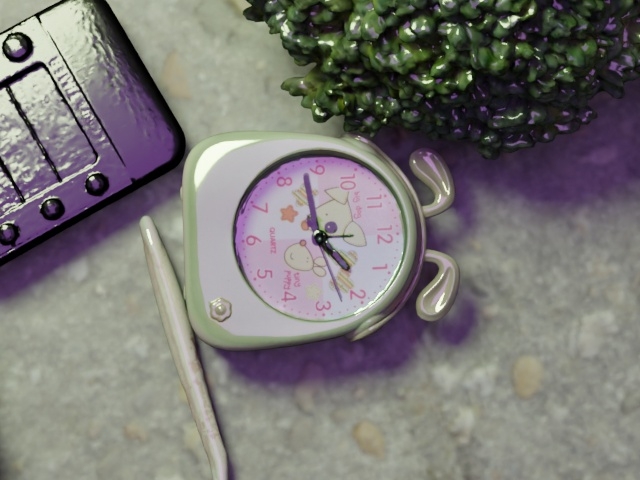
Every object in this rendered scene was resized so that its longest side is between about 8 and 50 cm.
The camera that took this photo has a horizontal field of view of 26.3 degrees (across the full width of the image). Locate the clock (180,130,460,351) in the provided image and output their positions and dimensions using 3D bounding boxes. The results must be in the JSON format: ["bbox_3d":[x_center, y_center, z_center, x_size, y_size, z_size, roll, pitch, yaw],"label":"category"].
[{"bbox_3d":[0.000,0.000,0.957,0.191,0.062,0.151,-2,83,1],"label":"clock"}]

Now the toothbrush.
[{"bbox_3d":[-0.076,0.128,0.963,0.030,0.025,0.307,-16,84,-9],"label":"toothbrush"}]

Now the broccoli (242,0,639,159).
[{"bbox_3d":[0.077,-0.189,0.922,0.248,0.245,0.288,-33,113,26],"label":"broccoli"}]

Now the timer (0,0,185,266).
[{"bbox_3d":[-0.205,-0.075,0.976,0.187,0.055,0.144,-30,86,-6],"label":"timer"}]
